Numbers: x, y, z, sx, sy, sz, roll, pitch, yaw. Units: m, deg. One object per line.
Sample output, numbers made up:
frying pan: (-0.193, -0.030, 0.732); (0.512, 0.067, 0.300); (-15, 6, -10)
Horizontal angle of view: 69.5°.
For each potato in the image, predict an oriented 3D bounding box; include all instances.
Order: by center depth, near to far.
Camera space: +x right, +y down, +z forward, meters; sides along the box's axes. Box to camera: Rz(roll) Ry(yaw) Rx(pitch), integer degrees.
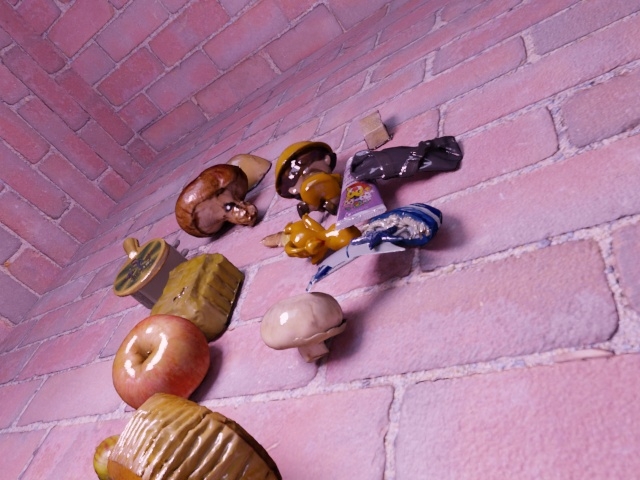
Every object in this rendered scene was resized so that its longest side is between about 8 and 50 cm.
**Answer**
potato: (0.154, -0.314, 1.313); (0.086, 0.061, 0.122); (-29, 32, 15)
potato: (-0.297, -0.261, 1.724); (0.202, 0.117, 0.182); (-29, 28, 21)

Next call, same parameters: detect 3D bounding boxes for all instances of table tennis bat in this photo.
table tennis bat: (-0.536, 0.059, 1.357); (0.198, 0.050, 0.321); (-46, 34, -8)

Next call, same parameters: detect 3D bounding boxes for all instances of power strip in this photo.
power strip: (-0.479, 0.093, 1.425); (0.140, 0.139, 0.224); (-6, 45, 47)

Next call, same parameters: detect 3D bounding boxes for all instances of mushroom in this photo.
mushroom: (-0.030, 0.158, 0.824); (0.154, 0.123, 0.154); (-19, -7, -2)
mushroom: (-0.335, -0.105, 1.491); (0.267, 0.267, 0.255); (-31, 64, 17)

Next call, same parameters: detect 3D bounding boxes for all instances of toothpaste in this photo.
toothpaste: (0.090, -0.117, 1.073); (0.113, 0.073, 0.299); (-19, 27, 15)

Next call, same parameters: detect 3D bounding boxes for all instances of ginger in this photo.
ginger: (-0.106, -0.005, 1.219); (0.137, 0.044, 0.058); (-2, 65, 51)

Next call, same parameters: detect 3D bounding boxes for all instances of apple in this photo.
apple: (-0.340, 0.268, 0.993); (0.209, 0.164, 0.210); (-12, 55, 17)

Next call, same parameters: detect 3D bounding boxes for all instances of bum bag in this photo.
bum bag: (0.188, -0.183, 1.036); (0.248, 0.060, 0.123); (-13, 35, 14)

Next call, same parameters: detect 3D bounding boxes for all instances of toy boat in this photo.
toy boat: (0.106, 0.009, 0.840); (0.210, 0.070, 0.291); (-17, 13, 43)

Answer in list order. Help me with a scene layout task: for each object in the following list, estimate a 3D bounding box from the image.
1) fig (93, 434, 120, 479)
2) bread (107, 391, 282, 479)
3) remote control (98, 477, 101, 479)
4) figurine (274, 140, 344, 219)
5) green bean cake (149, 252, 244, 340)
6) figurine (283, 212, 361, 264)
fig: (-0.437, 0.435, 0.936); (0.166, 0.093, 0.093); (1, 47, 28)
bread: (-0.183, 0.334, 0.652); (0.253, 0.227, 0.142); (-9, 34, 44)
remote control: (-0.437, 0.470, 0.989); (0.039, 0.014, 0.096); (10, 58, 50)
figurine: (-0.027, -0.171, 1.227); (0.192, 0.167, 0.257); (-29, 30, -6)
green bean cake: (-0.335, 0.156, 1.184); (0.232, 0.124, 0.236); (-25, 33, 27)
figurine: (0.001, 0.001, 1.010); (0.176, 0.122, 0.122); (-8, 13, 12)
